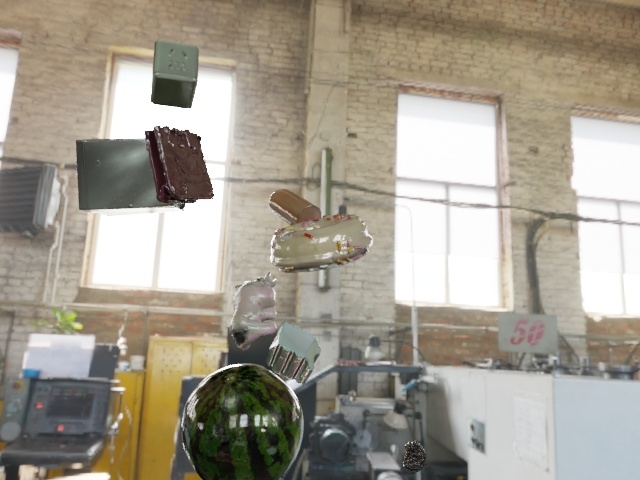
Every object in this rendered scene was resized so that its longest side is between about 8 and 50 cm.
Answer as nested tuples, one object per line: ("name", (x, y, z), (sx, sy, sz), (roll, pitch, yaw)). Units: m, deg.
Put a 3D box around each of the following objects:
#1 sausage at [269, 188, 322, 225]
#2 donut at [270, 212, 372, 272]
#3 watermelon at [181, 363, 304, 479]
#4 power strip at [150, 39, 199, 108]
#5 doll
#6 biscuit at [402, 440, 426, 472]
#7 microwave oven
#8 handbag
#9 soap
("sausage", (-0.110, -0.126, 2.274), (0.123, 0.123, 0.253), (13, 14, -41))
("donut", (0.000, 0.000, 1.993), (0.382, 0.143, 0.382), (-11, 12, 2))
("watermelon", (-0.181, 0.433, 1.303), (0.285, 0.285, 0.285), (2, -12, 0))
("power strip", (-0.478, -0.518, 1.824), (0.139, 0.140, 0.224), (3, -21, -19))
("doll", (-0.171, 0.171, 1.386), (0.095, 0.192, 0.149), (33, -47, -30))
("biscuit", (0.271, 0.635, 1.648), (0.089, 0.087, 0.027), (-6, -36, -30))
("microwave oven", (-0.665, -0.223, 2.052), (0.374, 0.236, 0.432), (-4, 1, -8))
("handbag", (-0.389, -0.207, 1.539), (0.073, 0.216, 0.203), (-15, 0, 21))
("soap", (-0.079, 0.341, 1.694), (0.145, 0.091, 0.230), (25, -33, 2))
